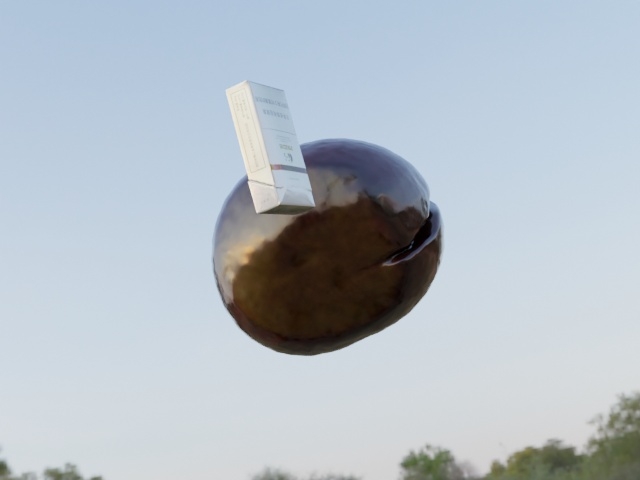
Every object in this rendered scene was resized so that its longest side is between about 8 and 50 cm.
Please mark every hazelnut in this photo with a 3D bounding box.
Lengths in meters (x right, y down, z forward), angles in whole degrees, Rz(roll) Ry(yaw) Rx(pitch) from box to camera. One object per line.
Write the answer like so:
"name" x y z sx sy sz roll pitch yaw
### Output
"hazelnut" 0.000 0.000 1.642 0.429 0.402 0.402 -38 -25 13

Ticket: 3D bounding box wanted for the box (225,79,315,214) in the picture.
"box" -0.058 -0.108 1.074 0.040 0.154 0.084 -18 -9 26
